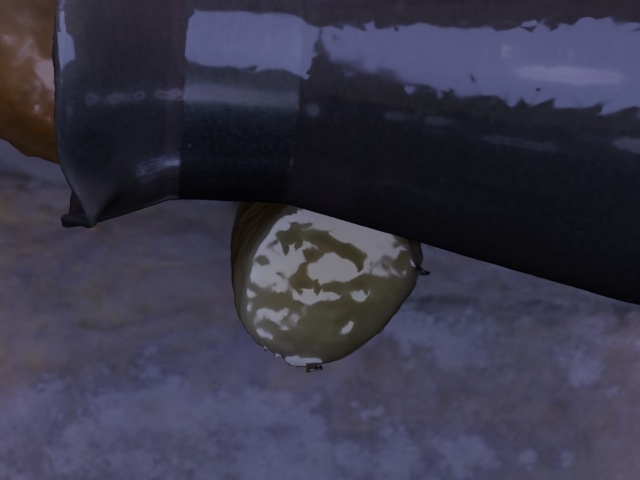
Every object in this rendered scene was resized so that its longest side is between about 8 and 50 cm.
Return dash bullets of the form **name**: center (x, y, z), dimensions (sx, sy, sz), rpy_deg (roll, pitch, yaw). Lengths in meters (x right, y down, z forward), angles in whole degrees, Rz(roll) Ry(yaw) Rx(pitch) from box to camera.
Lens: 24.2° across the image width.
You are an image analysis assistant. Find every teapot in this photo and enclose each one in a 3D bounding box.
- **teapot**: center (0.048, -0.119, 0.743), dimensions (0.344, 0.253, 0.300), rpy_deg (2, 61, -7)

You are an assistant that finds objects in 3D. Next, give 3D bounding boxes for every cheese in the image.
- **cheese**: center (0.000, 0.000, 0.912), dimensions (0.094, 0.167, 0.123), rpy_deg (40, 101, -12)

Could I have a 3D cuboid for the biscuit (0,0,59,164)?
- **biscuit**: center (-0.085, -0.252, 0.873), dimensions (0.446, 0.104, 0.429), rpy_deg (-11, 103, 3)
